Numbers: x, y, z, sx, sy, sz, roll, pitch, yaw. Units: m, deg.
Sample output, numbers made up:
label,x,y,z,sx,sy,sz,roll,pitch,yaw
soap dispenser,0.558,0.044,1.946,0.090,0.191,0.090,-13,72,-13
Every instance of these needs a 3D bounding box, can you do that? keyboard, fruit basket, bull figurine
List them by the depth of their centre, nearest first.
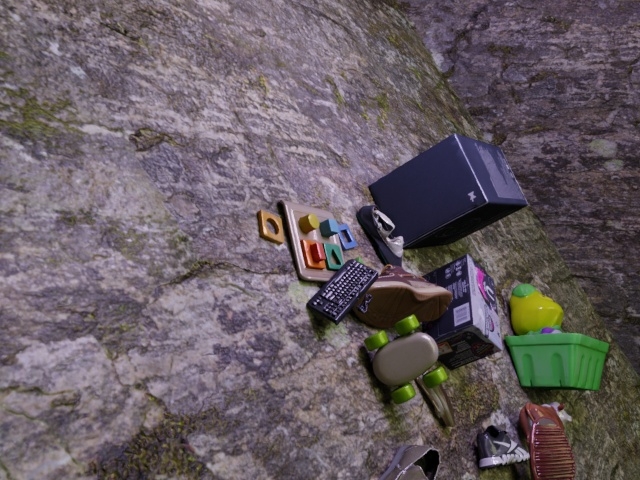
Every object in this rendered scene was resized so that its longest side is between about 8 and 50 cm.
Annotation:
label,x,y,z,sx,sy,sz,roll,pitch,yaw
keyboard,0.062,0.109,1.294,0.108,0.023,0.180,32,46,16
bull figurine,0.684,0.573,1.844,0.310,0.101,0.189,23,49,-46
fruit basket,0.786,0.319,2.077,0.392,0.282,0.392,14,71,-49

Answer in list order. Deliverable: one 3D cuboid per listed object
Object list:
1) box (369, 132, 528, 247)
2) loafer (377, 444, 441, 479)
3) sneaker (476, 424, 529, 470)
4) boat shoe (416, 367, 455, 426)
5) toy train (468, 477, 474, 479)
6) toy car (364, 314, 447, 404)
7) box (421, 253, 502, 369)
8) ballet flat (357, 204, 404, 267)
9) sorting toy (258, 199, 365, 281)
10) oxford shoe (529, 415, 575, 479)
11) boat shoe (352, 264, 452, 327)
label,x,y,z,sx,sy,sz,roll,pitch,yaw
box,0.383,-0.132,1.792,0.395,0.293,0.212,-4,68,-57
loafer,0.170,0.475,1.180,0.094,0.087,0.251,57,31,-7
sneaker,0.473,0.532,1.589,0.234,0.078,0.106,16,55,-47
boat shoe,0.278,0.381,1.469,0.153,0.048,0.056,63,18,-9
toy train,0.366,0.601,1.436,0.023,0.017,0.083,-15,78,-49
toy car,0.192,0.263,1.387,0.155,0.148,0.188,63,4,9
box,0.378,0.191,1.644,0.142,0.163,0.247,40,37,-28
ballet flat,0.173,-0.008,1.599,0.203,0.074,0.074,57,31,-6
sorting toy,0.000,0.000,1.359,0.347,0.047,0.196,10,57,-52
oxford shoe,0.612,0.659,1.652,0.122,0.130,0.348,3,65,-3
boat shoe,0.179,0.125,1.481,0.342,0.123,0.123,4,31,-43
